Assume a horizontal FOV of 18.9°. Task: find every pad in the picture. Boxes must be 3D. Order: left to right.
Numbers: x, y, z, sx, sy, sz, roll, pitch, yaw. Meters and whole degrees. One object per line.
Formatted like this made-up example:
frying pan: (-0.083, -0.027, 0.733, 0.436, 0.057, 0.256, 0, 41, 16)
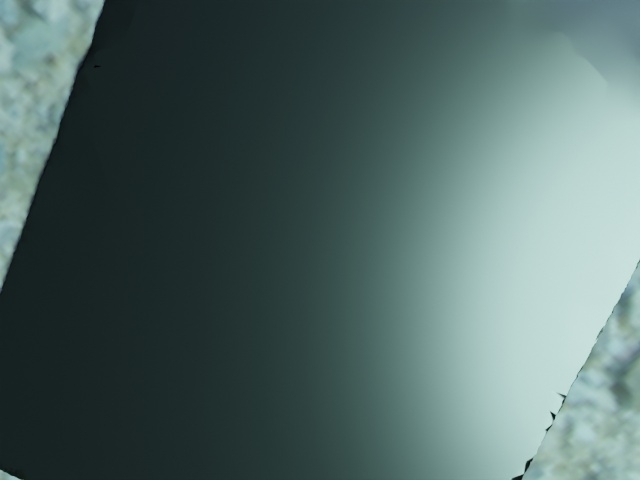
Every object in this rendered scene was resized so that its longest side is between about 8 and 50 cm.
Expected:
pad: (0.000, 0.000, 0.815, 0.248, 0.007, 0.367, 24, 119, 2)
